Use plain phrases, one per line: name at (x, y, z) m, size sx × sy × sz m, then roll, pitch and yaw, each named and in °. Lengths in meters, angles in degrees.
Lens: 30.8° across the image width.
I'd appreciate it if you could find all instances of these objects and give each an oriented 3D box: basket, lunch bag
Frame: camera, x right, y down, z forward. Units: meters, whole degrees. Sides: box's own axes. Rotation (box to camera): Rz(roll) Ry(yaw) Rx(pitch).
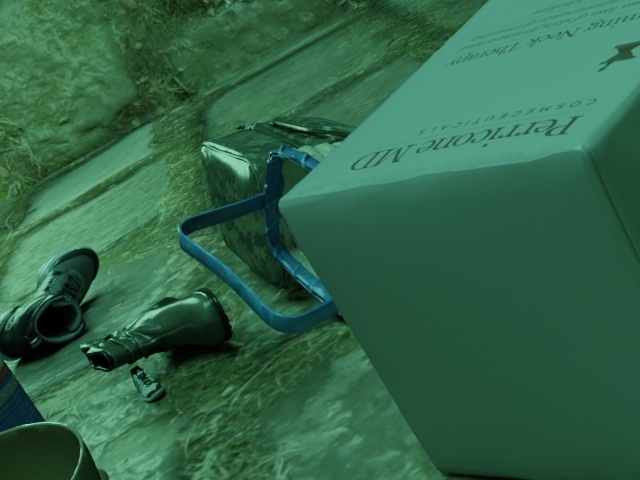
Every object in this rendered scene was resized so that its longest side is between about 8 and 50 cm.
basket at (0.000, 0.000, 1.457) m, size 0.289 × 0.201 × 0.255 m, roll -18°, pitch 40°, yaw -31°
lunch bag at (-0.014, -0.081, 1.746) m, size 0.256 × 0.212 × 0.305 m, roll -17°, pitch 16°, yaw -18°

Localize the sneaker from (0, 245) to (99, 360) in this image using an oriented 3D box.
sneaker at (-0.449, 0.106, 2.032) m, size 0.153 × 0.101 × 0.268 m, roll -8°, pitch 34°, yaw 44°

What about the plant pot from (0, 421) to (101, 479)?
plant pot at (-0.306, 0.337, 1.109) m, size 0.284 × 0.191 × 0.284 m, roll -23°, pitch 21°, yaw 10°

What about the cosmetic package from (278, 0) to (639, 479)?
cosmetic package at (0.253, -0.028, 1.039) m, size 0.329 × 0.327 × 0.394 m, roll -7°, pitch 30°, yaw 47°

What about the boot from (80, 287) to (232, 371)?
boot at (-0.235, 0.142, 1.634) m, size 0.161 × 0.083 × 0.246 m, roll -28°, pitch 8°, yaw -30°

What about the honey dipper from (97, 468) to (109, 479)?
honey dipper at (-0.253, 0.315, 1.344) m, size 0.030 × 0.030 × 0.161 m, roll -31°, pitch 23°, yaw -4°

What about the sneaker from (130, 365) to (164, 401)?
sneaker at (-0.244, 0.197, 1.606) m, size 0.032 × 0.037 × 0.083 m, roll -35°, pitch 22°, yaw -21°

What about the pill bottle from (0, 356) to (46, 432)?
pill bottle at (-0.378, 0.251, 1.379) m, size 0.124 × 0.221 × 0.124 m, roll -26°, pitch 19°, yaw 10°
